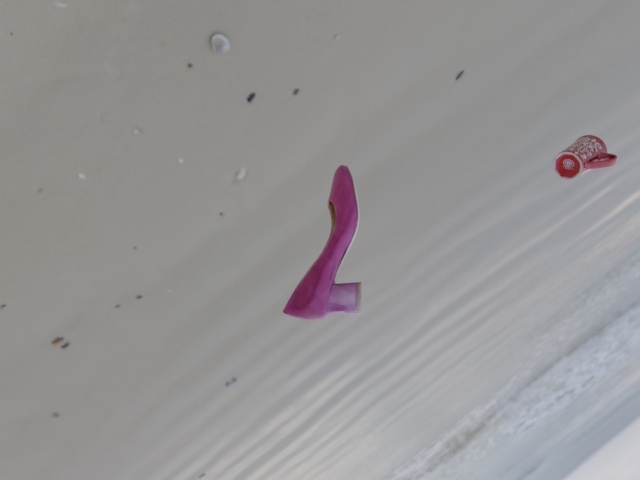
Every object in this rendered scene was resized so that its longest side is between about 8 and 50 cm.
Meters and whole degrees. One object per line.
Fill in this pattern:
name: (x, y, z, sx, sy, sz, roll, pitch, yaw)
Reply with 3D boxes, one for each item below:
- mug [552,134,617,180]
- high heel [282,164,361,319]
mug: (0.810, -0.257, 1.834, 0.169, 0.113, 0.150, -26, -176, -40)
high heel: (0.000, 0.000, 0.917, 0.117, 0.243, 0.082, -1, 171, -2)
